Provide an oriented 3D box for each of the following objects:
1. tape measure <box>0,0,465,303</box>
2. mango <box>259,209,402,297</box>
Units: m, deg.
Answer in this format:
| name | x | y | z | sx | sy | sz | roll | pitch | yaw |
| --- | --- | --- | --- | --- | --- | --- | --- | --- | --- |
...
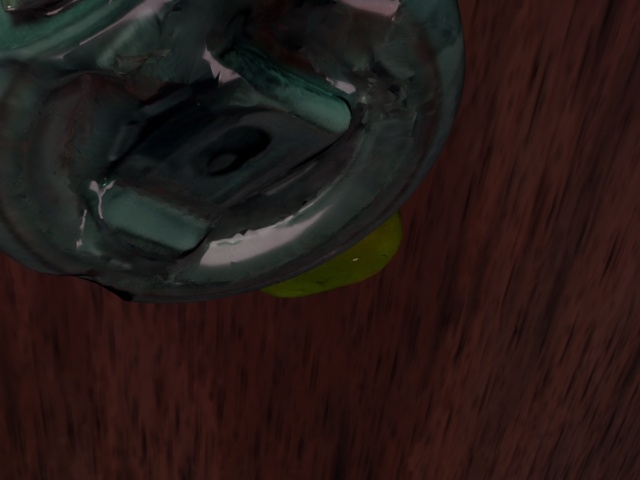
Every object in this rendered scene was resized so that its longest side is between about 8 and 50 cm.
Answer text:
| name | x | y | z | sx | sy | sz | roll | pitch | yaw |
| --- | --- | --- | --- | --- | --- | --- | --- | --- | --- |
| tape measure | -0.065 | -0.078 | 0.614 | 0.256 | 0.147 | 0.275 | 19 | 128 | -39 |
| mango | 0.000 | 0.000 | 0.800 | 0.108 | 0.056 | 0.073 | -36 | 133 | 22 |
